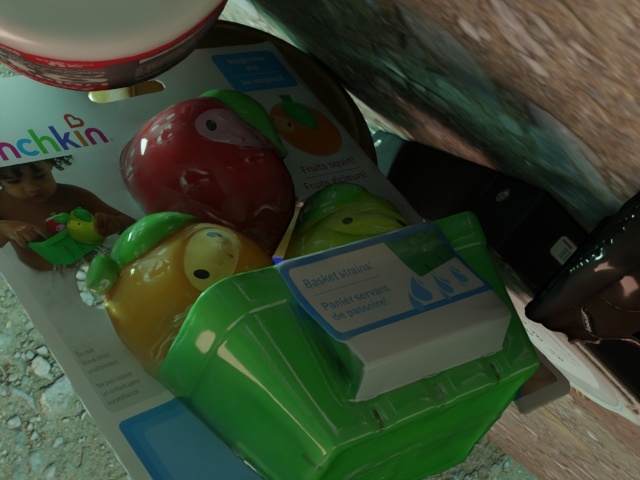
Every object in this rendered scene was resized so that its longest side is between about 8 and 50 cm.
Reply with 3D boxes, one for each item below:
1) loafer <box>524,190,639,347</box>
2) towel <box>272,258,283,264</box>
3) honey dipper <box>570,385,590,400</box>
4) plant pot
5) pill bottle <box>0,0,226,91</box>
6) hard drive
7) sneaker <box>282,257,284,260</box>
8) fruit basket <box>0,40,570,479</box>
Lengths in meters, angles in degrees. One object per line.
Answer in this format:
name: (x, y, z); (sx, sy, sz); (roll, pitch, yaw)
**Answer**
loafer: (0.175, 0.033, 0.827); (0.078, 0.080, 0.220); (41, 176, 6)
towel: (-0.015, 0.025, 1.530); (0.308, 0.076, 0.228); (-7, 113, 58)
honey dipper: (0.302, 0.167, 1.428); (0.160, 0.030, 0.030); (34, 172, 40)
plant pot: (-0.059, -0.089, 1.092); (0.236, 0.236, 0.032); (41, 135, 10)
pill bottle: (-0.128, -0.173, 0.797); (0.176, 0.176, 0.318); (42, 176, -7)
hard drive: (0.148, 0.027, 1.140); (0.237, 0.064, 0.339); (44, 176, -24)
sneaker: (0.061, 0.044, 1.237); (0.211, 0.080, 0.081); (33, 173, -20)
fruit basket: (-0.044, -0.001, 0.902); (0.327, 0.165, 0.353); (-14, -118, -43)
